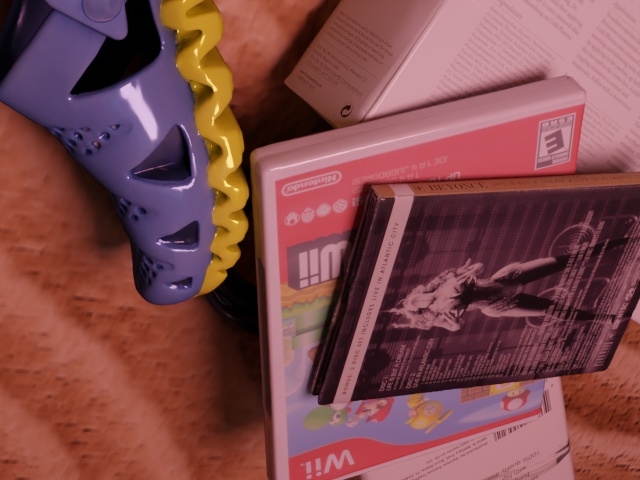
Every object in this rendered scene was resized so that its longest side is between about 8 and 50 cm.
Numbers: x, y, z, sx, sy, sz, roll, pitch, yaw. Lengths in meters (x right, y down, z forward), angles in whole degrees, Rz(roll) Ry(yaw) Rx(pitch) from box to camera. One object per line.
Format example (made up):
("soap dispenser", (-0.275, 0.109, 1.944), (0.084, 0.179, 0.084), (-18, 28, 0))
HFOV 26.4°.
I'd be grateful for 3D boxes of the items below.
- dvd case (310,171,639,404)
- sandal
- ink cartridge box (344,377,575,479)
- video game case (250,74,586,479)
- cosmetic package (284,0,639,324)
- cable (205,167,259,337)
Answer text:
("dvd case", (0.112, 0.029, 0.854), (0.221, 0.018, 0.165), (-4, 130, -25))
("sandal", (-0.120, -0.100, 0.755), (0.138, 0.126, 0.317), (-16, 121, -14))
("ink cartridge box", (0.099, 0.155, 1.072), (0.172, 0.100, 0.237), (-25, 131, -11))
("video game case", (0.060, 0.038, 0.867), (0.204, 0.025, 0.285), (-15, 133, -15))
("cosmetic package", (0.199, -0.124, 0.916), (0.377, 0.097, 0.284), (29, 102, -41))
("cable", (0.000, 0.000, 0.937), (0.184, 0.047, 0.151), (16, 111, -36))
